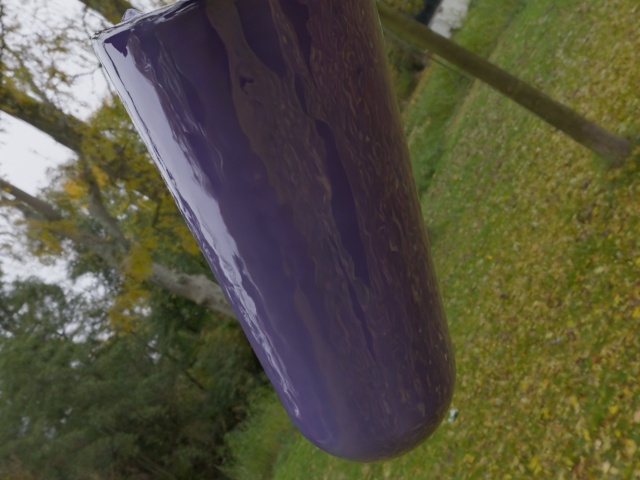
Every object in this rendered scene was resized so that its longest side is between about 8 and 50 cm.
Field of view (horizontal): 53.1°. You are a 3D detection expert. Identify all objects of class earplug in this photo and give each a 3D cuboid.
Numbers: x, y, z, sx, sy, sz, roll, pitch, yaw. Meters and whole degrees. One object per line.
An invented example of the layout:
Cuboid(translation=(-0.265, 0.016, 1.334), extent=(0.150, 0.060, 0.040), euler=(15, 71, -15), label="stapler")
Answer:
Cuboid(translation=(0.000, 0.000, 0.562), extent=(0.215, 0.456, 0.215), euler=(-18, 22, 7), label="earplug")
